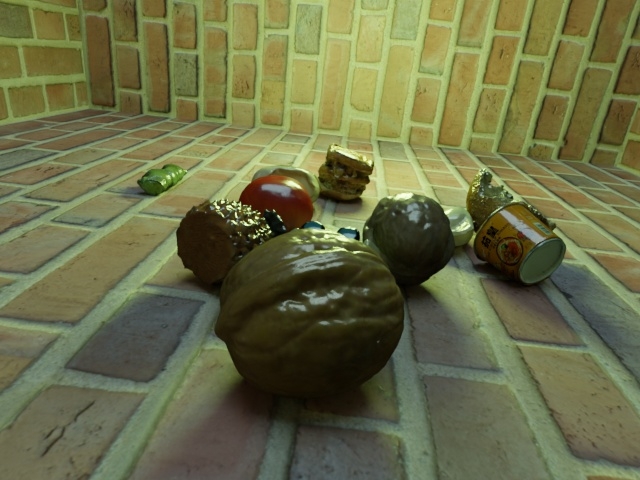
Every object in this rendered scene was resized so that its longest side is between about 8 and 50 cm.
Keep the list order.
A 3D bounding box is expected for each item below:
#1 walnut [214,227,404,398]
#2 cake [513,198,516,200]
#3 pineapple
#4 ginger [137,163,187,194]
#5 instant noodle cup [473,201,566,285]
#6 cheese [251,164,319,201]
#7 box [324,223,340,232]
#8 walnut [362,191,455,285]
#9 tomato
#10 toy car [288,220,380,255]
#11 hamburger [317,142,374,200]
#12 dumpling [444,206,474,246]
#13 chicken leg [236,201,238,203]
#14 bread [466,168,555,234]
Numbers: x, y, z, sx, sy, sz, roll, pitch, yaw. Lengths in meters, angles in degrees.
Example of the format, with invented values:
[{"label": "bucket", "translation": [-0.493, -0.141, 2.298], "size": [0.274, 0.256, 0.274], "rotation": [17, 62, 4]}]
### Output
[{"label": "walnut", "translation": [-0.022, 0.125, 0.791], "size": [0.333, 0.332, 0.332], "rotation": [5, 23, -2]}, {"label": "cake", "translation": [0.682, -0.094, 1.662], "size": [0.147, 0.135, 0.134], "rotation": [12, 23, 1]}, {"label": "pineapple", "translation": [-0.202, -0.010, 1.193], "size": [0.223, 0.222, 0.357], "rotation": [16, 14, 23]}, {"label": "ginger", "translation": [-0.641, -0.258, 1.786], "size": [0.137, 0.089, 0.290], "rotation": [-8, 23, 16]}, {"label": "instant noodle cup", "translation": [0.590, 0.019, 1.294], "size": [0.216, 0.215, 0.172], "rotation": [-5, 34, -24]}, {"label": "cheese", "translation": [-0.134, -0.204, 1.688], "size": [0.266, 0.127, 0.233], "rotation": [5, -5, -13]}, {"label": "box", "translation": [0.000, 0.001, 1.394], "size": [0.122, 0.032, 0.221], "rotation": [22, 28, 34]}, {"label": "walnut", "translation": [0.232, 0.000, 1.177], "size": [0.249, 0.248, 0.248], "rotation": [5, 23, -2]}, {"label": "tomato", "translation": [-0.148, -0.122, 1.465], "size": [0.260, 0.179, 0.259], "rotation": [6, 20, -2]}, {"label": "toy car", "translation": [0.009, 0.093, 1.039], "size": [0.248, 0.204, 0.198], "rotation": [9, 46, 11]}, {"label": "hamburger", "translation": [0.099, -0.291, 1.878], "size": [0.245, 0.211, 0.261], "rotation": [-7, 31, -44]}, {"label": "dumpling", "translation": [0.426, -0.044, 1.503], "size": [0.180, 0.131, 0.252], "rotation": [-14, 9, 14]}, {"label": "chicken leg", "translation": [-0.320, -0.108, 1.571], "size": [0.062, 0.037, 0.145], "rotation": [-16, 22, 6]}, {"label": "bread", "translation": [0.607, -0.082, 1.500], "size": [0.314, 0.192, 0.171], "rotation": [45, 21, 18]}]
